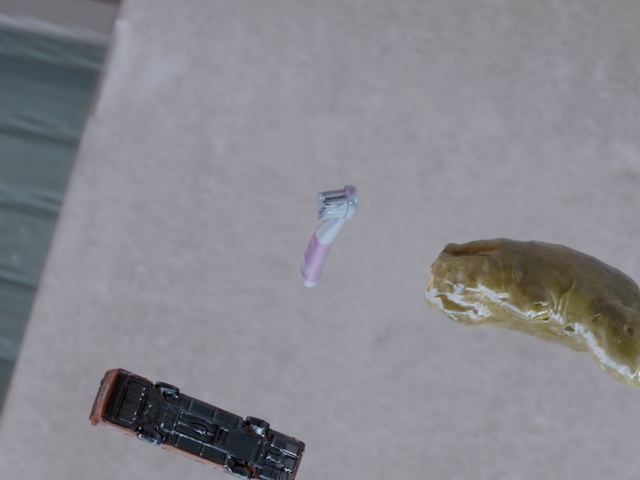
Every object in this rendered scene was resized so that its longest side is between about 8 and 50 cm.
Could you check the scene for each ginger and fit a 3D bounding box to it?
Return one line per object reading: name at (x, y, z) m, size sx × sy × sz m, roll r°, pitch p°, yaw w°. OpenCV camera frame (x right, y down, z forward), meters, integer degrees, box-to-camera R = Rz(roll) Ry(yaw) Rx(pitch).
ginger at (0.183, 0.040, 1.467) m, size 0.205 × 0.115 × 0.081 m, roll 26°, pitch 142°, yaw -7°

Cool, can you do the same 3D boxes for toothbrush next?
toothbrush at (0.000, 0.000, 1.314) m, size 0.025 × 0.020 × 0.286 m, roll -6°, pitch 169°, yaw -6°

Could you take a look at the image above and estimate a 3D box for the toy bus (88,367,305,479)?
toy bus at (-0.063, 0.095, 0.955) m, size 0.110 × 0.031 × 0.043 m, roll 25°, pitch 166°, yaw -20°
